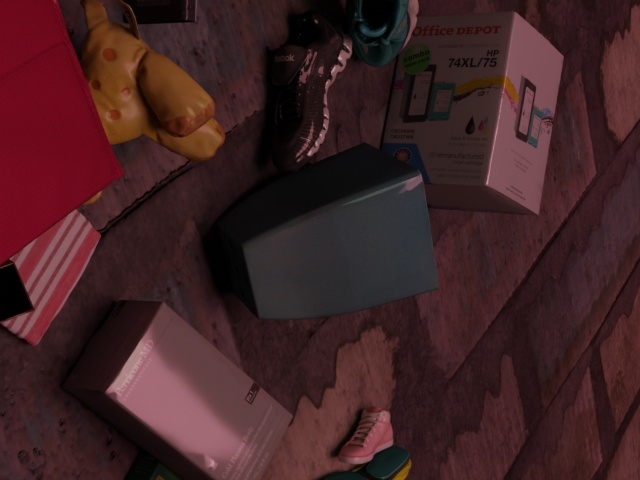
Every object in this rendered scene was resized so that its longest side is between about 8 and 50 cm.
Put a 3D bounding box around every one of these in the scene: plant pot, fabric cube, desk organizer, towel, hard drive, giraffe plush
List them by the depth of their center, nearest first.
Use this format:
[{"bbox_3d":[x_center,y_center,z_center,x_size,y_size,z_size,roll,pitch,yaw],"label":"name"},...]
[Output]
[{"bbox_3d":[-0.357,-0.099,0.814,0.258,0.254,0.259,-46,130,-44],"label":"fabric cube"},{"bbox_3d":[-0.339,0.060,1.005,0.130,0.050,0.047,-23,124,-36],"label":"desk organizer"},{"bbox_3d":[-0.316,0.002,1.084,0.197,0.029,0.144,51,57,-45],"label":"towel"},{"bbox_3d":[-0.223,-0.124,1.098,0.170,0.181,0.210,-48,146,-11],"label":"giraffe plush"},{"bbox_3d":[-0.174,-0.307,1.176,0.022,0.094,0.135,-5,99,-54],"label":"hard drive"},{"bbox_3d":[0.000,0.000,1.368,0.234,0.165,0.165,-18,114,-18],"label":"plant pot"}]

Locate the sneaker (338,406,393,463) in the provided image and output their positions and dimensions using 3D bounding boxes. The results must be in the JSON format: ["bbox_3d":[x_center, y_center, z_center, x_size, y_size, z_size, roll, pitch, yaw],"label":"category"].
[{"bbox_3d":[0.069,0.295,1.653,0.134,0.051,0.070,-14,104,-57],"label":"sneaker"}]

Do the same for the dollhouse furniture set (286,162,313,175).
[{"bbox_3d":[-0.018,-0.033,1.503,0.076,0.059,0.151,-53,154,-47],"label":"dollhouse furniture set"}]

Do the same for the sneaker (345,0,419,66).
[{"bbox_3d":[0.073,-0.308,1.454,0.275,0.107,0.109,95,17,-71],"label":"sneaker"}]

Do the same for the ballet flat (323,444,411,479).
[{"bbox_3d":[0.067,0.385,1.649,0.231,0.077,0.077,-15,124,-55],"label":"ballet flat"}]

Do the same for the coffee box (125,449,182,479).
[{"bbox_3d":[-0.171,0.276,1.314,0.113,0.040,0.184,54,53,-42],"label":"coffee box"}]

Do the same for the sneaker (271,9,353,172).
[{"bbox_3d":[-0.031,-0.204,1.417,0.106,0.078,0.234,43,57,-45],"label":"sneaker"}]

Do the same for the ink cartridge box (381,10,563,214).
[{"bbox_3d":[0.238,-0.196,1.691,0.197,0.198,0.270,21,77,-53],"label":"ink cartridge box"}]

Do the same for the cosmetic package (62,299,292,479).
[{"bbox_3d":[-0.158,0.183,1.223,0.238,0.107,0.127,46,60,-34],"label":"cosmetic package"}]
